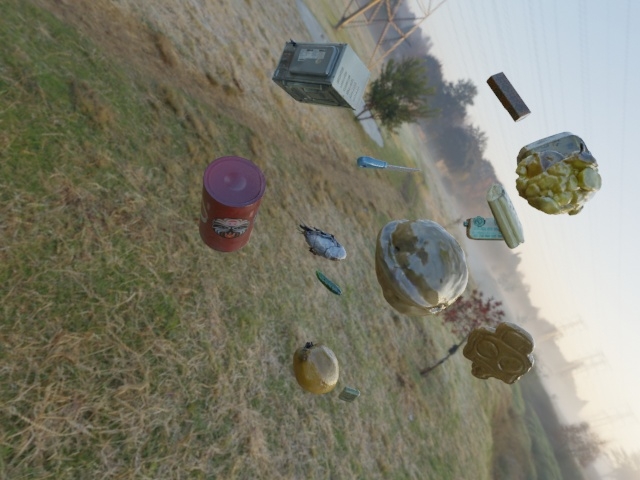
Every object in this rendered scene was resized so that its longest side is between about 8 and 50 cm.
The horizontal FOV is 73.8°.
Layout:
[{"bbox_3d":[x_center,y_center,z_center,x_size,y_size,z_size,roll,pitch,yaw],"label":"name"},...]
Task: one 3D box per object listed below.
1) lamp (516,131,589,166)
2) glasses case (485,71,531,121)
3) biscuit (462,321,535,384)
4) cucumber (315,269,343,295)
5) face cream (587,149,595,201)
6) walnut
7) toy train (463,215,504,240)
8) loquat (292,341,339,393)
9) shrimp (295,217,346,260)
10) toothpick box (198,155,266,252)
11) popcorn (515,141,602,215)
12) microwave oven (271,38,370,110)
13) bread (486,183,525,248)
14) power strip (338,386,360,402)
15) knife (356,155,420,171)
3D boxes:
[{"bbox_3d":[0.724,-0.246,1.338,0.161,0.185,0.161,-18,90,-75],"label":"lamp"},{"bbox_3d":[0.786,-0.601,1.788,0.218,0.075,0.049,60,-22,10],"label":"glasses case"},{"bbox_3d":[0.752,0.489,1.821,0.269,0.375,0.051,34,44,17],"label":"biscuit"},{"bbox_3d":[0.037,0.192,1.857,0.168,0.039,0.039,41,14,15],"label":"cucumber"},{"bbox_3d":[1.091,-0.255,1.752,0.285,0.067,0.139,21,85,-51],"label":"face cream"},{"bbox_3d":[0.366,0.104,1.621,0.383,0.384,0.383,52,22,-30],"label":"walnut"},{"bbox_3d":[0.678,-0.049,1.738,0.072,0.188,0.099,-4,95,-84],"label":"toy train"},{"bbox_3d":[-0.021,0.516,1.729,0.176,0.187,0.234,-62,137,-74],"label":"loquat"},{"bbox_3d":[-0.003,-0.003,2.171,0.145,0.116,0.343,-27,51,-36],"label":"shrimp"},{"bbox_3d":[-0.319,-0.117,1.503,0.204,0.333,0.204,8,61,-15],"label":"toothpick box"},{"bbox_3d":[0.563,-0.131,1.017,0.140,0.194,0.163,18,86,-28],"label":"popcorn"},{"bbox_3d":[-0.003,-0.510,1.321,0.194,0.241,0.145,17,93,-56],"label":"microwave oven"},{"bbox_3d":[0.581,-0.080,1.337,0.178,0.060,0.139,58,33,-16],"label":"bread"},{"bbox_3d":[0.131,0.726,1.997,0.169,0.076,0.028,106,2,-56],"label":"power strip"},{"bbox_3d":[0.227,-0.247,1.429,0.244,0.058,0.032,4,77,-29],"label":"knife"}]
